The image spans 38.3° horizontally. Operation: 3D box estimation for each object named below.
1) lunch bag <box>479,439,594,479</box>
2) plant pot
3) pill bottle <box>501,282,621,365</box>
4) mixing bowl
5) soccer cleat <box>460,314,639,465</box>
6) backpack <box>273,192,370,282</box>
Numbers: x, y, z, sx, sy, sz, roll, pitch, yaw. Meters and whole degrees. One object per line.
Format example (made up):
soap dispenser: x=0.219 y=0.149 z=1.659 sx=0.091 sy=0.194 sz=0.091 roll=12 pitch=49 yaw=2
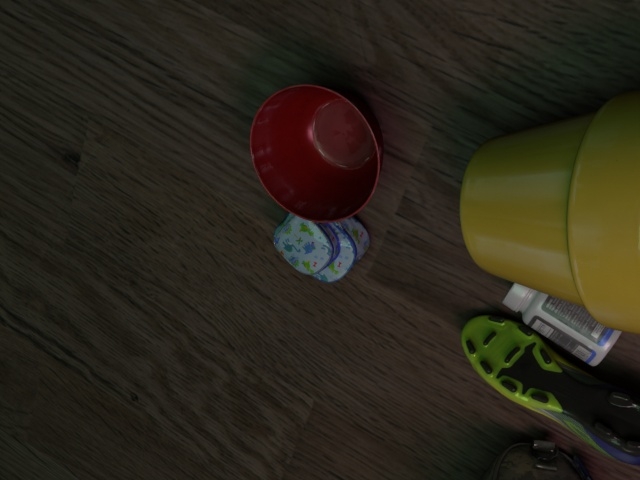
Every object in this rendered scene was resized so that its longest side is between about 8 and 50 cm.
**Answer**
lunch bag: x=0.250 y=0.447 z=1.227 sx=0.212 sy=0.256 sz=0.305 roll=16 pitch=125 yaw=-8
plant pot: x=0.291 y=-0.034 z=0.995 sx=0.239 sy=0.254 sz=0.254 roll=5 pitch=116 yaw=43
pill bottle: x=0.299 y=0.087 z=1.136 sx=0.137 sy=0.078 sz=0.078 roll=34 pitch=124 yaw=11
mixing bowl: x=0.011 y=-0.123 z=1.182 sx=0.181 sy=0.098 sz=0.181 roll=12 pitch=117 yaw=24
soccer cleat: x=0.304 y=0.195 z=1.178 sx=0.289 sy=0.093 sz=0.121 roll=30 pitch=166 yaw=26
backpack: x=0.000 y=0.000 z=1.255 sx=0.114 sy=0.084 sz=0.105 roll=43 pitch=129 yaw=-1
